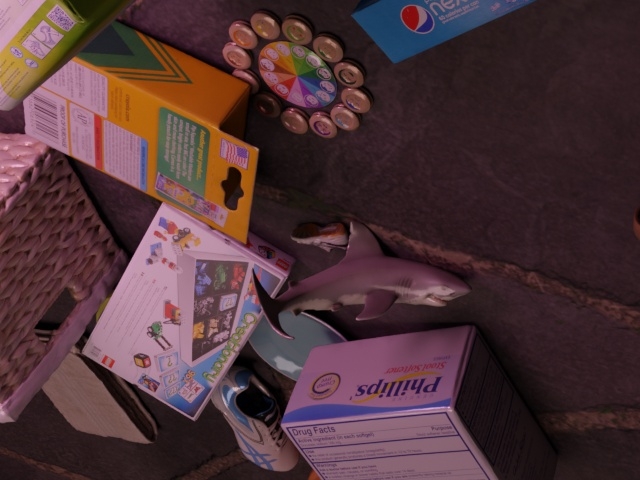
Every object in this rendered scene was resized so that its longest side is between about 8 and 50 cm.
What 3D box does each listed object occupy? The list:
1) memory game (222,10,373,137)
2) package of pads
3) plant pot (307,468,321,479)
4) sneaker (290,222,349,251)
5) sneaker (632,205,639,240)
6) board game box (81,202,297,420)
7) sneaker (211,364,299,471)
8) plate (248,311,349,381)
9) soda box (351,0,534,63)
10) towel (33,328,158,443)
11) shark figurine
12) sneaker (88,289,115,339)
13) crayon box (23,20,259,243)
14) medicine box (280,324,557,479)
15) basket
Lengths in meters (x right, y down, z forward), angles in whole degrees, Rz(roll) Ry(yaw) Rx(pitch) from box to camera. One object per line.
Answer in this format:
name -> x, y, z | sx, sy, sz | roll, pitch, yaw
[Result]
memory game -> -0.029, -0.185, 1.568 | 0.186, 0.012, 0.186 | 20, 145, 15
package of pads -> -0.215, -0.271, 1.340 | 0.101, 0.296, 0.229 | 47, 143, -10
plant pot -> 0.091, 0.468, 2.154 | 0.291, 0.203, 0.291 | 19, 144, 14
sneaker -> 0.000, 0.000, 1.768 | 0.083, 0.032, 0.037 | 2, 137, 36
sneaker -> 0.420, 0.024, 1.457 | 0.192, 0.064, 0.086 | 14, 138, 17
board game box -> -0.186, 0.093, 1.910 | 0.193, 0.053, 0.305 | 32, 123, -2
sneaker -> -0.091, 0.283, 2.154 | 0.086, 0.085, 0.237 | 4, 140, 40
plate -> -0.021, 0.149, 1.983 | 0.188, 0.024, 0.188 | 20, 145, 15
soda box -> 0.131, -0.244, 1.324 | 0.071, 0.067, 0.210 | 46, 143, -21
towel -> -0.411, 0.246, 2.377 | 0.187, 0.049, 0.282 | 5, 140, 34
shark figurine -> 0.027, 0.038, 1.714 | 0.166, 0.278, 0.116 | -159, 64, -67
sneaker -> -0.241, 0.146, 2.051 | 0.240, 0.126, 0.091 | 5, 139, 33
crayon box -> -0.204, -0.146, 1.676 | 0.323, 0.083, 0.203 | 27, 147, 9
medicine box -> 0.139, 0.273, 1.882 | 0.263, 0.149, 0.289 | -10, 128, 32
basket -> -0.512, 0.033, 1.934 | 0.331, 0.328, 0.266 | 6, 136, 30
